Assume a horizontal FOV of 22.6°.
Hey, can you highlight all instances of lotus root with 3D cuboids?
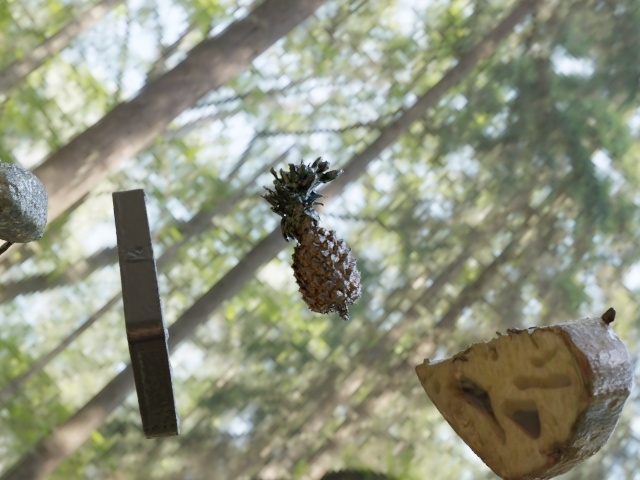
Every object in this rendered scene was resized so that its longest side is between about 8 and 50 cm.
[{"bbox_3d":[0.217,0.167,1.680,0.260,0.074,0.170,-32,-107,47],"label":"lotus root"}]

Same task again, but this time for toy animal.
[{"bbox_3d":[-0.305,-0.023,1.557,0.079,0.070,0.253,24,-18,-5],"label":"toy animal"}]

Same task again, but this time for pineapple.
[{"bbox_3d":[-0.001,-0.001,2.051,0.103,0.083,0.221,-27,-109,23],"label":"pineapple"}]

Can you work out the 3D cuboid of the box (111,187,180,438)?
[{"bbox_3d":[-0.249,0.099,2.272,0.350,0.058,0.211,-107,-171,-51],"label":"box"}]
